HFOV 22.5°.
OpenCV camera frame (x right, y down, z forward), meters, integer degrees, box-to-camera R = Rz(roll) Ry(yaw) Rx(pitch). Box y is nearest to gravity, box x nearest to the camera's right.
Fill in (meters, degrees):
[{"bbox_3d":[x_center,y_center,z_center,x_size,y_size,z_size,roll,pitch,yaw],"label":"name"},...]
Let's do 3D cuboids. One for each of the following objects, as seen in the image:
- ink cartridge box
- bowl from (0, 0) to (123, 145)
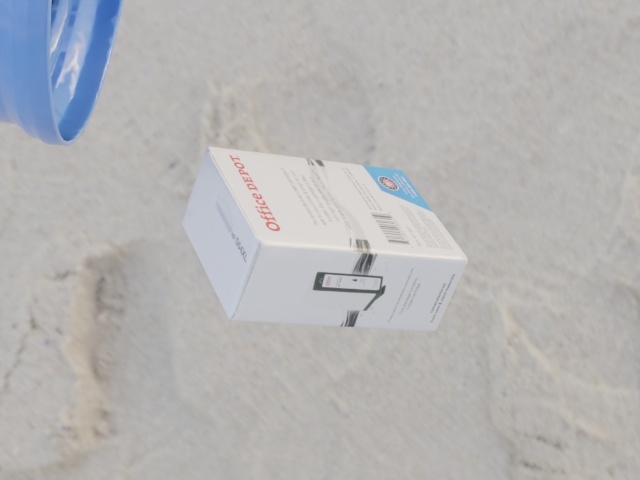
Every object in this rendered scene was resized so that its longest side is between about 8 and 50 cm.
[{"bbox_3d":[0.000,0.000,1.388,0.148,0.203,0.085,59,136,48],"label":"ink cartridge box"},{"bbox_3d":[-0.230,-0.281,1.426,0.077,0.391,0.391,9,66,1],"label":"bowl"}]
